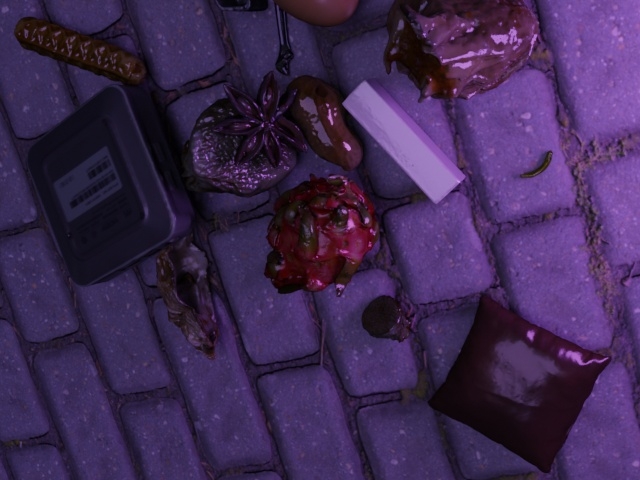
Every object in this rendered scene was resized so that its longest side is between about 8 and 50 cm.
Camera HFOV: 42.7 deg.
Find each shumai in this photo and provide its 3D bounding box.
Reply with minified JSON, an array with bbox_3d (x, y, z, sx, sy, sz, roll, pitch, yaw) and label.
[{"bbox_3d":[-0.195,-0.214,1.876,0.260,0.222,0.225,-12,100,-14],"label":"shumai"},{"bbox_3d":[0.260,-0.403,1.594,0.313,0.262,0.267,2,105,17],"label":"shumai"},{"bbox_3d":[0.161,0.188,1.882,0.087,0.124,0.099,36,95,-34],"label":"shumai"}]

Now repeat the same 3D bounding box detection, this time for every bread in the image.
[{"bbox_3d":[-0.583,-0.457,1.976,0.367,0.084,0.077,22,70,15],"label":"bread"}]

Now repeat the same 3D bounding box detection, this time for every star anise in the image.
[{"bbox_3d":[-0.135,-0.247,1.736,0.196,0.073,0.212,-12,111,-9],"label":"star anise"}]

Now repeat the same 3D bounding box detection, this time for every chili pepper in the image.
[{"bbox_3d":[0.457,-0.156,1.717,0.030,0.017,0.083,44,110,5],"label":"chili pepper"}]

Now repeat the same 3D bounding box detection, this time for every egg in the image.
[{"bbox_3d":[-0.019,-0.553,1.687,0.201,0.201,0.244,-33,103,24],"label":"egg"}]

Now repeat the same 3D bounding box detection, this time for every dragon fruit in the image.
[{"bbox_3d":[-0.008,-0.009,1.808,0.237,0.231,0.302,42,124,-7],"label":"dragon fruit"}]

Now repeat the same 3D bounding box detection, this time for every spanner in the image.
[{"bbox_3d":[-0.088,-0.475,1.831,0.046,0.012,0.209,-1,103,21],"label":"spanner"}]

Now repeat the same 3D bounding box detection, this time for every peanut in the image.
[{"bbox_3d":[0.014,-0.259,1.801,0.236,0.120,0.110,54,146,-6],"label":"peanut"}]

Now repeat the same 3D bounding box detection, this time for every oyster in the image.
[{"bbox_3d":[-0.330,0.129,2.008,0.110,0.166,0.341,-9,109,24],"label":"oyster"}]

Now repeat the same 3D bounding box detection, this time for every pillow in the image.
[{"bbox_3d":[0.428,0.314,1.800,0.305,0.108,0.308,28,109,16],"label":"pillow"}]

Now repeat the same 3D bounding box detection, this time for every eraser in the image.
[{"bbox_3d":[0.181,-0.216,1.767,0.298,0.078,0.076,48,113,2],"label":"eraser"}]

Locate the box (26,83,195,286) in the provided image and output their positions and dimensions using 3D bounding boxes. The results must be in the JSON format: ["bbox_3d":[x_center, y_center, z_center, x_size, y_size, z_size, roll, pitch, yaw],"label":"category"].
[{"bbox_3d":[-0.512,-0.124,1.965,0.396,0.111,0.397,-28,82,33],"label":"box"}]

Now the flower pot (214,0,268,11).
[{"bbox_3d":[-0.167,-0.612,1.774,0.103,0.108,0.229,13,106,16],"label":"flower pot"}]
